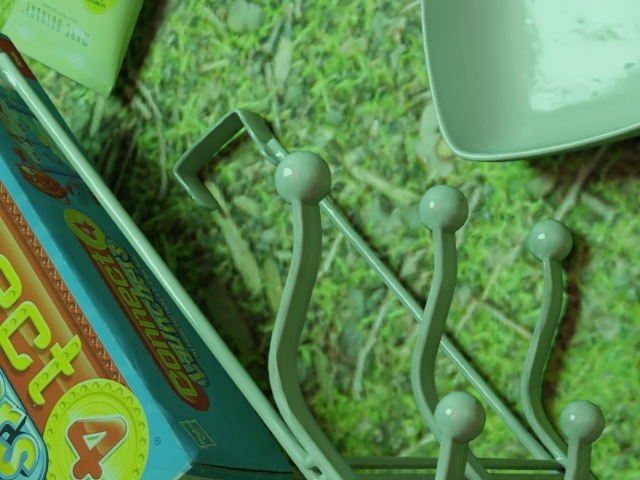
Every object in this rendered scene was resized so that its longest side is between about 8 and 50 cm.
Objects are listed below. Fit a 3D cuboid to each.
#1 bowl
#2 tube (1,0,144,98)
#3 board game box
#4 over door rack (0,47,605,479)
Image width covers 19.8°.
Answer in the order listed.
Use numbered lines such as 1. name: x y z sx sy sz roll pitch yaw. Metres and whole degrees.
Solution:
1. bowl: 0.122 -0.107 0.862 0.142 0.053 0.142 -12 74 29
2. tube: -0.105 -0.205 1.018 0.240 0.062 0.070 -66 17 10
3. board game box: -0.211 0.092 0.915 0.302 0.086 0.308 -45 62 17
4. over door rack: 0.000 0.000 0.806 0.324 0.239 0.108 38 103 30
